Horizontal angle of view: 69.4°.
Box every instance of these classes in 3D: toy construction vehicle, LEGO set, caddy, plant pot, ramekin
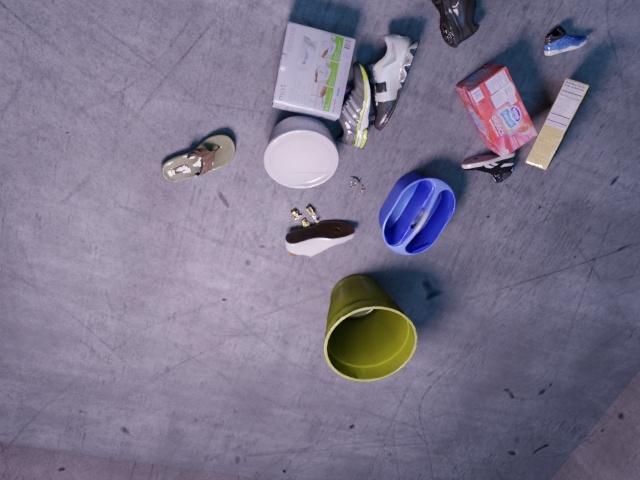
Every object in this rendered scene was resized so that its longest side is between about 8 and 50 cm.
[{"bbox_3d":[-0.062,-0.098,1.880,0.086,0.035,0.098,-29,116,8],"label":"toy construction vehicle"},{"bbox_3d":[0.147,-0.220,1.848,0.083,0.023,0.054,28,110,-19],"label":"LEGO set"},{"bbox_3d":[0.383,-0.105,1.849,0.241,0.179,0.341,22,113,-16],"label":"caddy"},{"bbox_3d":[0.178,0.332,1.948,0.367,0.353,0.366,-3,116,-5],"label":"plant pot"},{"bbox_3d":[-0.070,-0.325,1.672,0.273,0.127,0.273,-2,140,-2],"label":"ramekin"}]

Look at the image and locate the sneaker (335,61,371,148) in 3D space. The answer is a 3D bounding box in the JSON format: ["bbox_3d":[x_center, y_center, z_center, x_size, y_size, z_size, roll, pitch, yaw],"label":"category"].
[{"bbox_3d":[0.112,-0.474,1.640,0.121,0.111,0.299,1,115,-1],"label":"sneaker"}]

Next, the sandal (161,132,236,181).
[{"bbox_3d":[-0.447,-0.289,1.709,0.303,0.086,0.120,-26,117,7],"label":"sandal"}]

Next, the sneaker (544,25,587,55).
[{"bbox_3d":[0.879,-0.728,1.656,0.152,0.058,0.084,-14,126,8],"label":"sneaker"}]

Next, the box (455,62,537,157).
[{"bbox_3d":[0.649,-0.481,1.707,0.154,0.142,0.300,-35,116,11],"label":"box"}]

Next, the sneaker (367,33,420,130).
[{"bbox_3d":[0.226,-0.563,1.645,0.146,0.122,0.330,18,114,2],"label":"sneaker"}]

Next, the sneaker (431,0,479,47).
[{"bbox_3d":[0.451,-0.808,1.552,0.130,0.109,0.286,-29,126,1],"label":"sneaker"}]

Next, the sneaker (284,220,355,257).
[{"bbox_3d":[0.000,0.000,1.917,0.290,0.106,0.123,-9,140,-3],"label":"sneaker"}]

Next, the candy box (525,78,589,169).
[{"bbox_3d":[0.887,-0.433,1.732,0.088,0.183,0.316,27,116,21],"label":"candy box"}]

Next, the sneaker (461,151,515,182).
[{"bbox_3d":[0.676,-0.278,1.848,0.217,0.079,0.121,-14,116,-1],"label":"sneaker"}]

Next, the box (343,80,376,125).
[{"bbox_3d":[0.138,-0.495,1.706,0.116,0.029,0.162,-13,116,1],"label":"box"}]

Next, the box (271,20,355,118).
[{"bbox_3d":[-0.028,-0.558,1.551,0.231,0.127,0.261,10,96,-9],"label":"box"}]
